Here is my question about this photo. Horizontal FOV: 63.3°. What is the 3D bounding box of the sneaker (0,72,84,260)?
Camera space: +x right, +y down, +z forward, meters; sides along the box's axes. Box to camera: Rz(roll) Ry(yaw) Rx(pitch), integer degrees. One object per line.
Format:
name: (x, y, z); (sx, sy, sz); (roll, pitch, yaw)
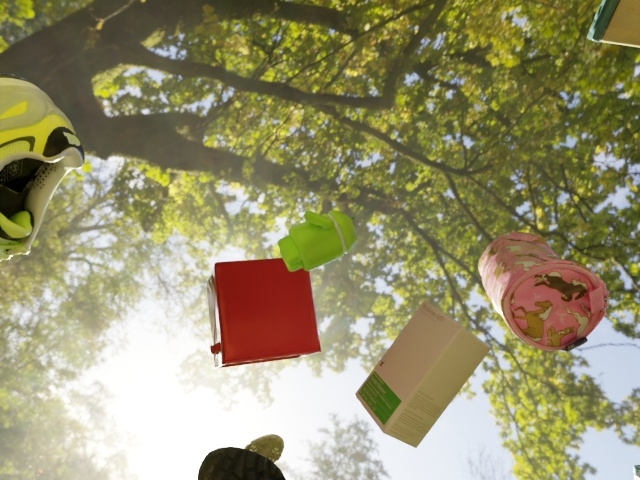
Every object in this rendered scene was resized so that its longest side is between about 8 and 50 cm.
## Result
sneaker: (-0.428, -0.010, 0.597); (0.147, 0.384, 0.145); (35, 3, 23)

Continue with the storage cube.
storage cube: (-0.122, 0.149, 1.057); (0.215, 0.193, 0.183); (-4, -15, -18)

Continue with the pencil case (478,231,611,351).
pencil case: (0.410, 0.078, 1.003); (0.167, 0.386, 0.160); (38, -77, 2)

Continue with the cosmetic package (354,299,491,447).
cosmetic package: (0.294, 0.384, 1.515); (0.155, 0.365, 0.197); (34, 1, -28)

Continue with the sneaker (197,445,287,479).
sneaker: (-0.080, 0.387, 0.700); (0.124, 0.107, 0.283); (-23, -65, 41)

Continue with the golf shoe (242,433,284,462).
golf shoe: (-0.132, 0.435, 1.086); (0.069, 0.086, 0.176); (41, -60, -9)

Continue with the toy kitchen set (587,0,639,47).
toy kitchen set: (0.306, -0.290, 0.521); (0.122, 0.207, 0.166); (22, -61, 13)

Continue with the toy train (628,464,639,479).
toy train: (0.408, 0.355, 0.597); (0.046, 0.166, 0.125); (-3, -11, 9)

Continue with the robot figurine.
robot figurine: (0.000, 0.000, 0.726); (0.101, 0.115, 0.067); (82, -18, -60)
